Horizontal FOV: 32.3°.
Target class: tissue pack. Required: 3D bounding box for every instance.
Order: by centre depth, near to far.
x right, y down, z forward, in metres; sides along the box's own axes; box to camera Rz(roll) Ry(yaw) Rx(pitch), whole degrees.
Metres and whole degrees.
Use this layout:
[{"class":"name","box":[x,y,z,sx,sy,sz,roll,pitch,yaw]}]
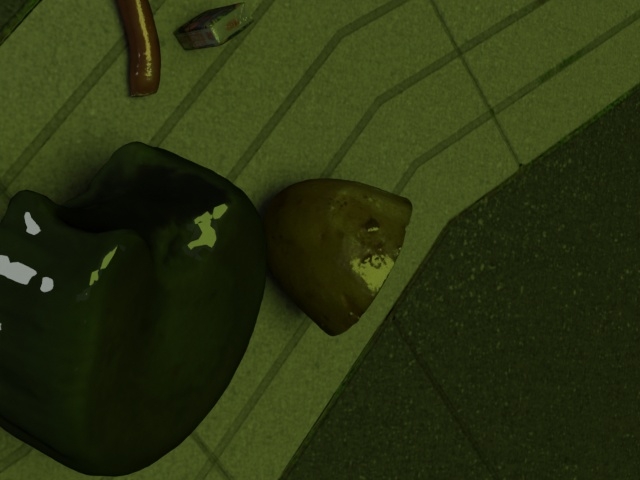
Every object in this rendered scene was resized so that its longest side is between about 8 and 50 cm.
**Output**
[{"class":"tissue pack","box":[-0.129,-0.258,1.341,0.063,0.083,0.035,-39,116,-28]}]

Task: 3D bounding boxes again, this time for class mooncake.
[{"class":"mooncake","box":[-0.216,0.071,1.188,0.351,0.187,0.351,-45,145,-44]}]

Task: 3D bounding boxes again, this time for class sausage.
[{"class":"sausage","box":[-0.219,-0.259,1.302,0.047,0.040,0.176,-28,113,-46]}]

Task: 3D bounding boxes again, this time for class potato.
[{"class":"potato","box":[0.000,0.000,1.412,0.158,0.178,0.203,28,91,-17]}]
